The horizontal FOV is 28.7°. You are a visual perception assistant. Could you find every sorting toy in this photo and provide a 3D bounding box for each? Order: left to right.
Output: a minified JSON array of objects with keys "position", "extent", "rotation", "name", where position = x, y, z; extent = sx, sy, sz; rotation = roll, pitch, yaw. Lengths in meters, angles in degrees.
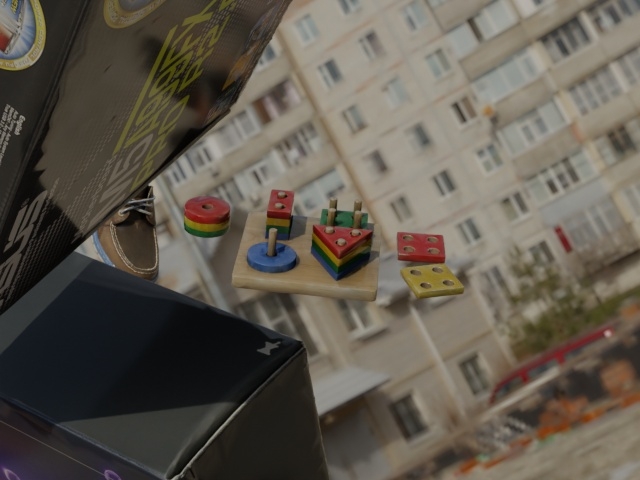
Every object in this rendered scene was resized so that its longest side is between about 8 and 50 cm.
[{"position":[0.000,0.000,1.179],"extent":[0.274,0.046,0.132],"rotation":[6,29,2],"name":"sorting toy"}]

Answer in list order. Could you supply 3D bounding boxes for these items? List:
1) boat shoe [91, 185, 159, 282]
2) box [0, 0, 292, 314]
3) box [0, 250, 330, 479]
[{"position":[-0.210,-0.036,1.331],"extent":[0.066,0.183,0.066],"rotation":[-3,-35,-35],"name":"boat shoe"},{"position":[-0.065,-0.101,0.476],"extent":[0.216,0.060,0.270],"rotation":[-49,-4,-44],"name":"box"},{"position":[-0.125,0.106,0.657],"extent":[0.261,0.184,0.103],"rotation":[18,44,32],"name":"box"}]
